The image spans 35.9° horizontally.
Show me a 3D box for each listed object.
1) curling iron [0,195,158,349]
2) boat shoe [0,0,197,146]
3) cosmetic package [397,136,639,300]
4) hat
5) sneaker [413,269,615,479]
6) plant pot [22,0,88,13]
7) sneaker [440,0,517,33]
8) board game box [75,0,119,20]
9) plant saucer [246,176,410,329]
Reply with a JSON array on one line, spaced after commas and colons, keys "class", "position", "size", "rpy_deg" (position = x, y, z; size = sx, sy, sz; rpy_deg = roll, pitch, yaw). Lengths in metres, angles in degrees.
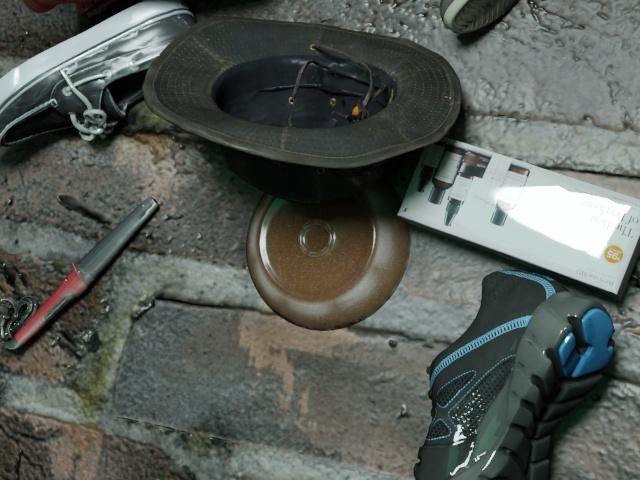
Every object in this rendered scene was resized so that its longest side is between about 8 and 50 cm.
[{"class": "curling iron", "position": [-0.305, 0.038, 1.214], "size": [0.274, 0.035, 0.068], "rpy_deg": [-40, 70, 11]}, {"class": "boat shoe", "position": [-0.277, -0.179, 1.202], "size": [0.306, 0.113, 0.105], "rpy_deg": [-29, 78, -2]}, {"class": "cosmetic package", "position": [0.208, -0.027, 1.015], "size": [0.239, 0.060, 0.099], "rpy_deg": [21, 90, 23]}, {"class": "hat", "position": [-0.021, -0.122, 1.059], "size": [0.331, 0.331, 0.134], "rpy_deg": [24, 133, 23]}, {"class": "sneaker", "position": [0.159, 0.190, 0.987], "size": [0.140, 0.125, 0.341], "rpy_deg": [36, 98, 49]}, {"class": "plant pot", "position": [-0.198, -0.397, 1.117], "size": [0.265, 0.272, 0.272], "rpy_deg": [0, 81, 3]}, {"class": "sneaker", "position": [0.183, -0.330, 1.072], "size": [0.118, 0.083, 0.222], "rpy_deg": [41, 87, 26]}, {"class": "board game box", "position": [-0.299, -0.441, 1.296], "size": [0.145, 0.027, 0.281], "rpy_deg": [-29, 72, 13]}, {"class": "plant saucer", "position": [0.000, 0.000, 1.104], "size": [0.199, 0.036, 0.198], "rpy_deg": [-4, 80, 21]}]
